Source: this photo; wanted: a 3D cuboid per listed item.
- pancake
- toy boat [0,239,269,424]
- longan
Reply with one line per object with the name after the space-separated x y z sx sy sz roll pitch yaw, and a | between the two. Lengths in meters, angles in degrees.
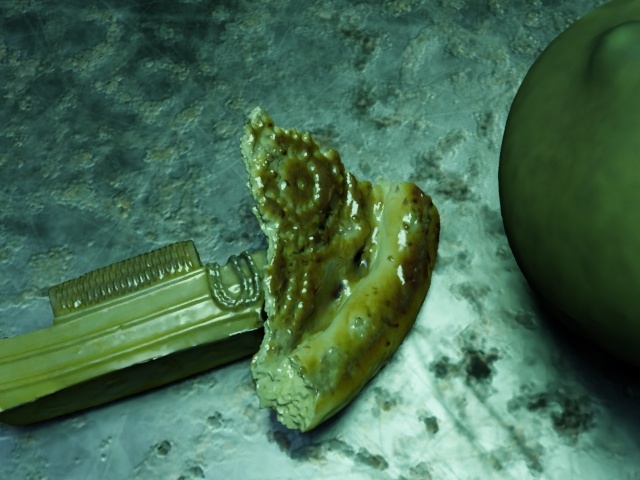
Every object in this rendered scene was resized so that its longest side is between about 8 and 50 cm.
0.000 0.000 0.818 0.266 0.057 0.244 -44 107 -39 | pancake
-0.168 0.072 0.846 0.310 0.089 0.115 -18 67 -3 | toy boat
0.301 -0.041 0.708 0.361 0.361 0.361 -2 64 5 | longan
